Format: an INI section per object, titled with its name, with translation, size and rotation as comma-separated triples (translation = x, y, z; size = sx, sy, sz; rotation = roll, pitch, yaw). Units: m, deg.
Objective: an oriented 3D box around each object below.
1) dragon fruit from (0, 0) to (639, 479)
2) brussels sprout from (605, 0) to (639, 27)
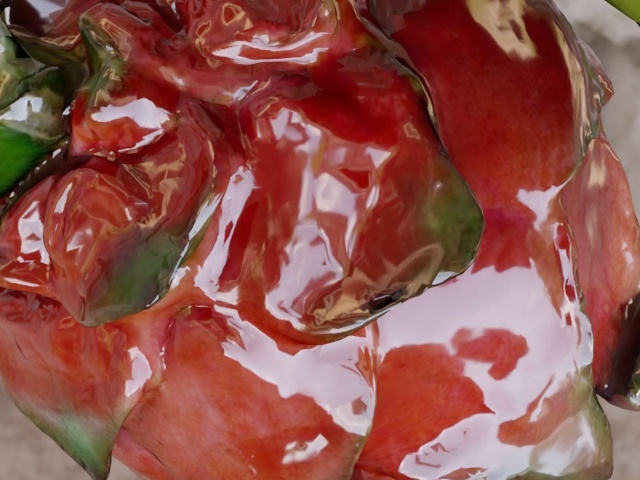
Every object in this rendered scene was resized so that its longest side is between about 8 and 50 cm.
[dragon fruit]
translation = 0.000, 0.000, 0.562
size = 0.274, 0.192, 0.193
rotation = 39, 68, -46
[brussels sprout]
translation = 0.204, -0.154, 0.347
size = 0.425, 0.342, 0.361
rotation = 64, 36, -47
